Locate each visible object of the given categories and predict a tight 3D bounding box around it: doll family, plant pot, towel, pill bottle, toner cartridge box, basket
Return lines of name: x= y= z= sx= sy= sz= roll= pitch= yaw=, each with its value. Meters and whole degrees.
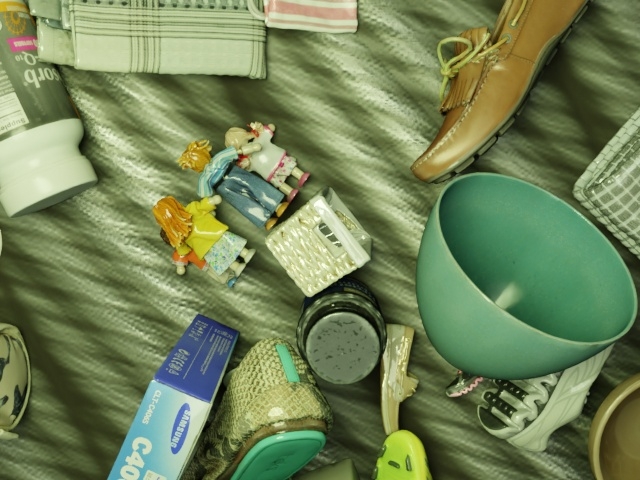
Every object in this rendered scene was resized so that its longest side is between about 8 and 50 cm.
doll family: x=-0.141 y=-0.057 z=1.058 sx=0.163 sy=0.118 sz=0.263 roll=35 pitch=95 yaw=-3
plant pot: x=0.502 y=0.292 z=1.096 sx=0.237 sy=0.110 sz=0.237 roll=0 pitch=96 yaw=-1
towel: x=-0.225 y=-0.382 z=1.008 sx=0.324 sy=0.056 sz=0.312 roll=-2 pitch=96 yaw=-21
towel: x=-0.013 y=-0.394 z=1.040 sx=0.144 sy=0.029 sz=0.197 roll=-5 pitch=97 yaw=-26
pill bottle: x=-0.428 y=-0.183 z=1.025 sx=0.162 sy=0.162 sz=0.279 roll=-25 pitch=95 yaw=2
toner cartridge box: x=-0.184 y=0.215 z=0.970 sx=0.075 sy=0.348 sz=0.165 roll=23 pitch=96 yaw=-3
towel: x=0.539 y=-0.096 z=1.053 sx=0.235 sy=0.121 sz=0.284 roll=41 pitch=94 yaw=-4
pill bottle: x=0.029 y=0.123 z=1.024 sx=0.122 sy=0.219 sz=0.123 roll=0 pitch=96 yaw=0
plant pot: x=0.247 y=0.077 z=1.017 sx=0.290 sy=0.290 sz=0.195 roll=25 pitch=131 yaw=-2
basket: x=0.000 y=0.000 z=1.043 sx=0.103 sy=0.167 sz=0.113 roll=-38 pitch=94 yaw=10

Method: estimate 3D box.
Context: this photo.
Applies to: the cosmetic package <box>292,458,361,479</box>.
cosmetic package: x=0.025 y=0.440 z=1.011 sx=0.113 sy=0.309 sz=0.160 roll=-21 pitch=96 yaw=3

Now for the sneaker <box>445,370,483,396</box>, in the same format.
sneaker: x=0.229 y=0.186 z=1.122 sx=0.119 sy=0.047 sz=0.057 roll=-40 pitch=88 yaw=-4

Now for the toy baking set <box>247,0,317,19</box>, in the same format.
toy baking set: x=-0.088 y=-0.423 z=1.034 sx=0.256 sy=0.030 sz=0.197 roll=30 pitch=81 yaw=-26

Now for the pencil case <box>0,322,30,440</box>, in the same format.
pencil case: x=-0.631 y=0.198 z=1.060 sx=0.410 sy=0.160 sz=0.184 roll=2 pitch=79 yaw=0

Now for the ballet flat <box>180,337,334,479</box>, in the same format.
ballet flat: x=-0.115 y=0.303 z=1.041 sx=0.164 sy=0.182 sz=0.483 roll=3 pitch=136 yaw=-25

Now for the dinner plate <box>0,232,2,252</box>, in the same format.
dinner plate: x=-0.552 y=0.001 z=1.116 sx=0.141 sy=0.017 sz=0.141 roll=0 pitch=94 yaw=0

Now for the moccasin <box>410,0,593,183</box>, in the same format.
moccasin: x=0.235 y=-0.249 z=1.029 sx=0.147 sy=0.139 sz=0.380 roll=33 pitch=94 yaw=-2

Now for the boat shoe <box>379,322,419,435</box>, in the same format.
boat shoe: x=0.118 y=0.209 z=1.111 sx=0.059 sy=0.063 sz=0.170 roll=0 pitch=97 yaw=3

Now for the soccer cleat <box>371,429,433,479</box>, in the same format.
soccer cleat: x=0.155 y=0.415 z=1.124 sx=0.121 sy=0.093 sz=0.289 roll=-16 pitch=99 yaw=-38

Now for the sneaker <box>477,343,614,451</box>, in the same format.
sneaker: x=0.363 y=0.187 z=1.100 sx=0.118 sy=0.110 sz=0.292 roll=40 pitch=93 yaw=-23
